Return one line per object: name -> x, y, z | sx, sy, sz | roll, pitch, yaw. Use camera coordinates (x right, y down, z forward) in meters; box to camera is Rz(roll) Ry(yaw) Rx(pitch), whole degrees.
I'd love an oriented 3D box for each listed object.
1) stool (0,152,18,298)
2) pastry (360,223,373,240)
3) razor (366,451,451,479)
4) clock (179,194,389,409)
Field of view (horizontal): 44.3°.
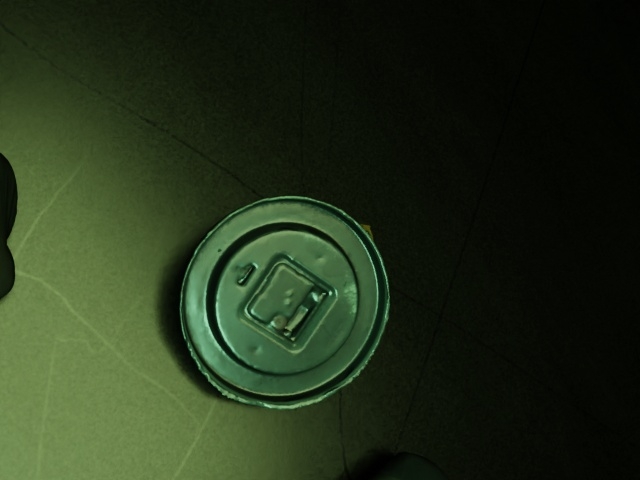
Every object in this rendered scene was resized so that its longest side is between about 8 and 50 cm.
stool -> -0.411, -0.017, 0.893 | 0.121, 0.125, 0.217 | 2, 104, 2
pastry -> 0.000, 0.000, 1.101 | 0.140, 0.080, 0.056 | -17, 119, -25
razor -> 0.084, 0.428, 0.985 | 0.204, 0.113, 0.349 | 41, 46, 14
clock -> -0.048, 0.079, 1.028 | 0.281, 0.055, 0.280 | -2, 97, -15
